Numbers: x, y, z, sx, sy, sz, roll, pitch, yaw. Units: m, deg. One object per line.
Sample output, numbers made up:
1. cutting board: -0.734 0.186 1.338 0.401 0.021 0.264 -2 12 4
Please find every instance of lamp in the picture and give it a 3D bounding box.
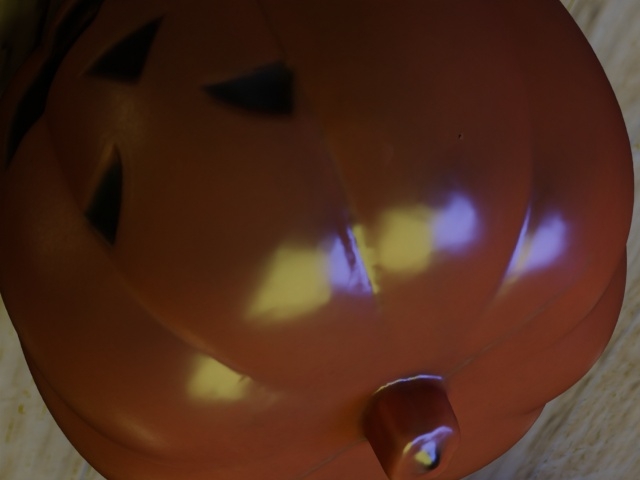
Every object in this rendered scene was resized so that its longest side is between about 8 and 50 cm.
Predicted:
1. lamp: 0.000 0.000 0.466 0.188 0.164 0.187 -15 142 -12
